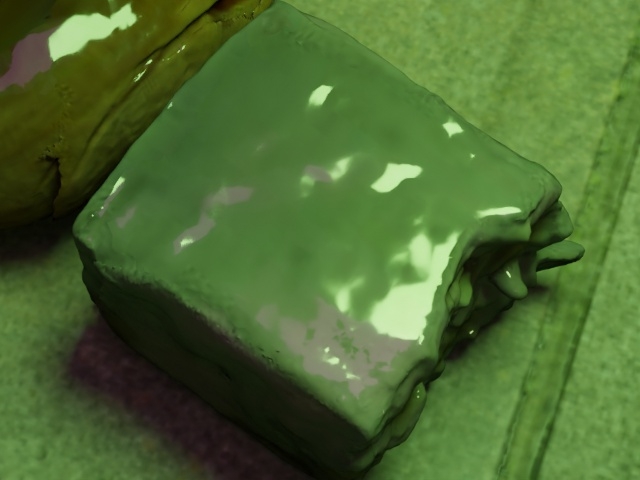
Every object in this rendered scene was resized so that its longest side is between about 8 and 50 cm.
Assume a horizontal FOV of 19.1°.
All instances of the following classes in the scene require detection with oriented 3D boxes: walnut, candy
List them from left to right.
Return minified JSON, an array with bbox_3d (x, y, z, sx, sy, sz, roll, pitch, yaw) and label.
[{"bbox_3d":[-0.122,-0.096,0.953,0.137,0.137,0.245,36,68,14],"label":"walnut"},{"bbox_3d":[0.000,0.000,0.912,0.195,0.137,0.185,35,68,15],"label":"candy"}]
